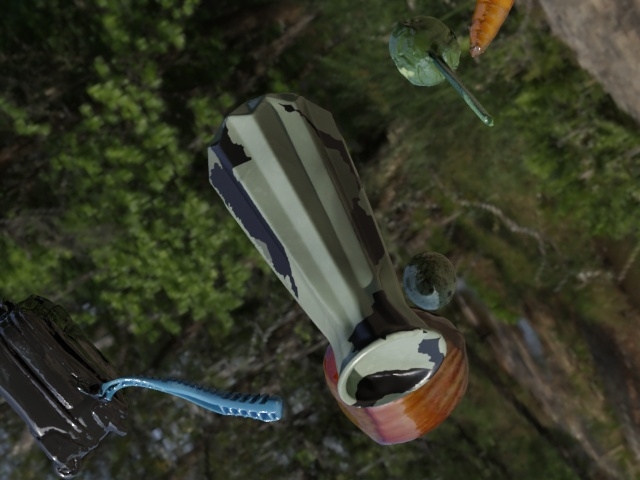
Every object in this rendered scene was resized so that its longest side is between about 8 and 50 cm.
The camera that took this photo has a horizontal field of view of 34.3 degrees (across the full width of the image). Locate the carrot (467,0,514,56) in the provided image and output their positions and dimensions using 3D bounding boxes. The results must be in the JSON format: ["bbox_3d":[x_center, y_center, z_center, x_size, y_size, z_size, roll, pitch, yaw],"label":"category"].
[{"bbox_3d":[0.168,-0.264,0.831,0.061,0.256,0.061,28,174,3],"label":"carrot"}]

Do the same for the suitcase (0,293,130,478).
[{"bbox_3d":[-0.524,0.258,2.004,0.339,0.188,0.345,50,174,-9],"label":"suitcase"}]

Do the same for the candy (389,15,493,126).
[{"bbox_3d":[0.156,-0.202,1.264,0.335,0.092,0.093,-110,13,-64],"label":"candy"}]

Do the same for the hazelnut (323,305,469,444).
[{"bbox_3d":[0.105,0.182,1.500,0.186,0.210,0.210,6,131,59],"label":"hazelnut"}]

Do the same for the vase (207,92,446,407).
[{"bbox_3d":[0.000,0.000,1.090,0.360,0.165,0.165,62,-179,38],"label":"vase"}]

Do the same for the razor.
[{"bbox_3d":[-0.170,0.192,1.283,0.082,0.253,0.042,65,-147,-69],"label":"razor"}]

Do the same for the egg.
[{"bbox_3d":[0.172,0.065,1.628,0.085,0.085,0.110,59,174,33],"label":"egg"}]
